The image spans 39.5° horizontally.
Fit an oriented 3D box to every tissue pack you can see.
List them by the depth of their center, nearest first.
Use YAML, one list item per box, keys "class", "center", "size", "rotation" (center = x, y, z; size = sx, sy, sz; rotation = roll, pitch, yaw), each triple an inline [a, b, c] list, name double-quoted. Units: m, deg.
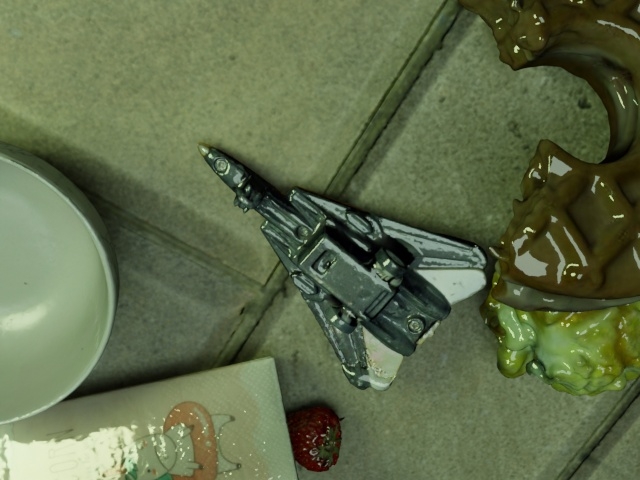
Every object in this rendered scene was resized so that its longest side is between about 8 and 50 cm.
- class: "tissue pack"
  center: [-0.191, 0.239, 0.965]
  size: [0.325, 0.071, 0.170]
  rotation: [-12, 76, -1]

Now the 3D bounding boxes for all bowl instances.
- class: "bowl"
  center: [-0.337, 0.025, 0.870]
  size: [0.287, 0.144, 0.287]
  rotation: [-2, 111, -5]

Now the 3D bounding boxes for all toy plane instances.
- class: "toy plane"
  center: [0.001, 0.004, 0.911]
  size: [0.316, 0.103, 0.204]
  rotation: [37, 104, -16]

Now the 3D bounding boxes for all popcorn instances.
- class: "popcorn"
  center: [0.252, 0.081, 0.930]
  size: [0.198, 0.198, 0.212]
  rotation: [45, 135, -18]

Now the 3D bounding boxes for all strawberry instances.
- class: "strawberry"
  center: [-0.014, 0.224, 1.020]
  size: [0.083, 0.073, 0.073]
  rotation: [8, 115, 31]

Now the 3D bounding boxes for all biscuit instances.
- class: "biscuit"
  center: [0.265, -0.119, 0.809]
  size: [0.268, 0.115, 0.366]
  rotation: [2, 79, -10]
